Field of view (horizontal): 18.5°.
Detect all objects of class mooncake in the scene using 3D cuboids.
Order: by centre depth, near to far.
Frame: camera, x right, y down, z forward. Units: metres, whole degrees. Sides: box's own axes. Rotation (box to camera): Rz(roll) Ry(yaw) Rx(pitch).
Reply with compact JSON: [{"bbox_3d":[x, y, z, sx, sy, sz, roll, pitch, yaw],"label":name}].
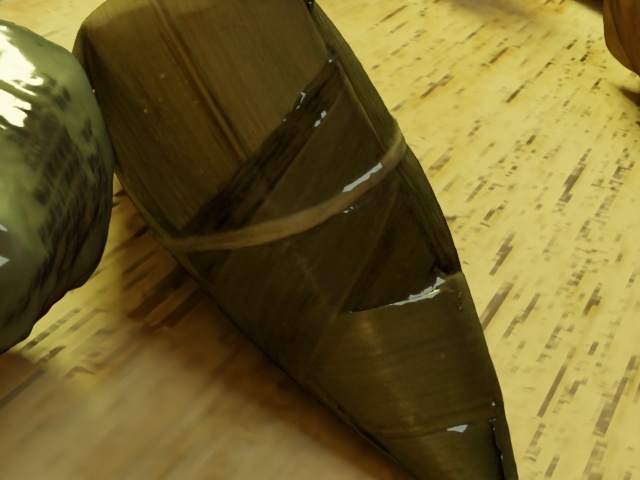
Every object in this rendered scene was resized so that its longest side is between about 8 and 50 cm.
[{"bbox_3d":[-0.116,-0.015,0.461,0.130,0.073,0.125,26,24,3],"label":"mooncake"}]

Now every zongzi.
[{"bbox_3d":[0.000,0.000,0.584,0.176,0.078,0.160,55,2,-3],"label":"zongzi"}]

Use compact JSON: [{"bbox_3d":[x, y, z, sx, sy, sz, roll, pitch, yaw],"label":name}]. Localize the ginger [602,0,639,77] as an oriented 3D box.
[{"bbox_3d":[0.236,-0.129,0.928,0.223,0.200,0.269,33,23,17],"label":"ginger"}]
